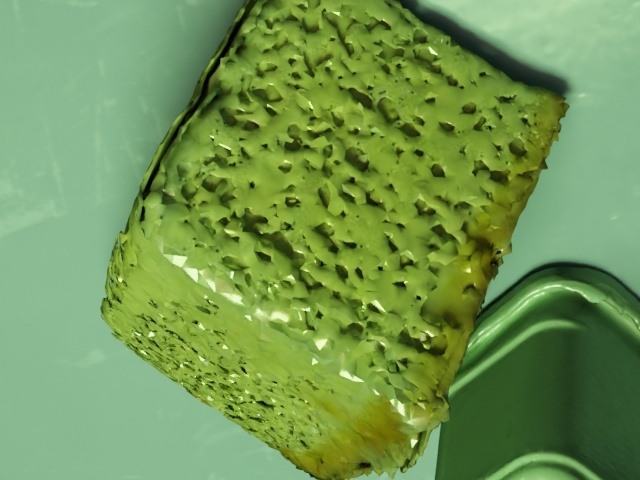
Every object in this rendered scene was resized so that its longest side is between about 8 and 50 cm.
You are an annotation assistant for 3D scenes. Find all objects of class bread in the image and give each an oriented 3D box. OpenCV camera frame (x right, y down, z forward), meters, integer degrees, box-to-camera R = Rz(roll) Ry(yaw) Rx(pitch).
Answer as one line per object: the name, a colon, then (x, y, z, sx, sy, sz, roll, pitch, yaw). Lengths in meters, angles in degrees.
bread: (0.000, 0.000, 0.955, 0.248, 0.279, 0.315, 30, 169, -7)

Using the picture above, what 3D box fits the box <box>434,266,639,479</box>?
box: (0.214, 0.192, 0.962, 0.312, 0.182, 0.175, 39, 125, -13)
